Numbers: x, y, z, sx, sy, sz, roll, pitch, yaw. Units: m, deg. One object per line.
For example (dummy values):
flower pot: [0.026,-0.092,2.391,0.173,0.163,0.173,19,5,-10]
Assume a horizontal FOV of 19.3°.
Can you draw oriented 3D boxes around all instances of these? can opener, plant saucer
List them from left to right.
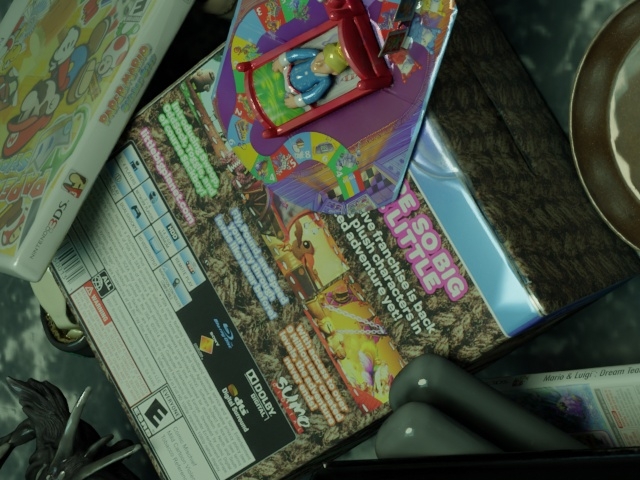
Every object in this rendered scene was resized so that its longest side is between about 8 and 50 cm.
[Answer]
can opener: [0.144,0.167,1.038,0.280,0.074,0.093,36,130,-16]
plant saucer: [0.222,-0.065,1.057,0.168,0.029,0.168,6,101,32]

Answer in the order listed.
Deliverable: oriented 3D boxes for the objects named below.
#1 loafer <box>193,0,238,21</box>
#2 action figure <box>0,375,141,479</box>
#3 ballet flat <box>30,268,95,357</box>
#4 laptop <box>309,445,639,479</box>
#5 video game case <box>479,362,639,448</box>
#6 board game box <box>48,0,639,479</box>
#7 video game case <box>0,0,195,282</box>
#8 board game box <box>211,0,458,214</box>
loafer: [-0.112,-0.246,1.199,0.267,0.084,0.096,50,121,14]
action figure: [-0.177,0.197,1.228,0.164,0.141,0.276,40,154,12]
ballet flat: [-0.179,-0.016,1.293,0.074,0.074,0.203,-6,95,33]
laptop: [0.192,0.340,0.969,0.382,0.236,0.408,-2,117,-4]
video game case: [0.168,0.139,1.093,0.143,0.019,0.157,-8,122,33]
board game box: [0.000,0.000,1.140,0.291,0.141,0.232,-34,80,32]
video game case: [-0.182,-0.081,1.193,0.227,0.026,0.206,12,71,57]
board game box: [-0.004,-0.097,1.020,0.133,0.033,0.169,28,111,26]
